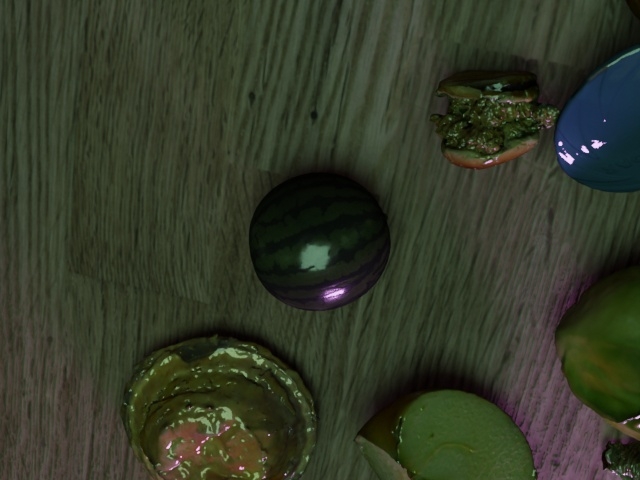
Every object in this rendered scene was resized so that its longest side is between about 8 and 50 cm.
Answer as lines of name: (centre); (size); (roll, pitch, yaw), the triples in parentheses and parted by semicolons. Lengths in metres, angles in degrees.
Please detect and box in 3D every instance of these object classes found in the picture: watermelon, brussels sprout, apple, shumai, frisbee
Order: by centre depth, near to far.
frisbee: (0.459, -0.154, 1.274); (0.289, 0.049, 0.289); (-6, 141, -5)
brussels sprout: (0.497, 0.164, 1.371); (0.294, 0.227, 0.259); (18, 105, 39)
watermelon: (0.000, 0.000, 1.406); (0.212, 0.212, 0.212); (3, 111, 9)
apple: (0.209, 0.386, 1.533); (0.254, 0.179, 0.346); (-27, 106, 31)
shumai: (0.497, 0.363, 1.544); (0.080, 0.082, 0.083); (-4, 80, 47)

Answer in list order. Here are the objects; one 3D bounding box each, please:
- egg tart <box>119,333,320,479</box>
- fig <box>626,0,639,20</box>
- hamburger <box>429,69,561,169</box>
egg tart: (-0.178, 0.323, 1.595); (0.352, 0.150, 0.352); (3, 114, 7)
fig: (0.452, -0.385, 1.226); (0.145, 0.170, 0.274); (-27, 78, 46)
hamburger: (0.247, -0.170, 1.326); (0.185, 0.159, 0.131); (2, 108, 31)
